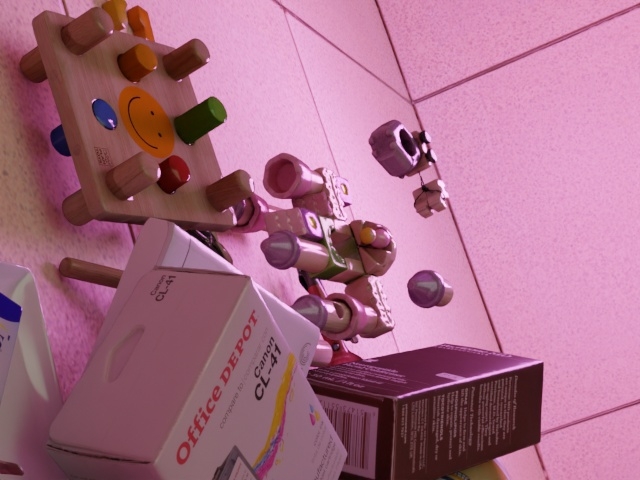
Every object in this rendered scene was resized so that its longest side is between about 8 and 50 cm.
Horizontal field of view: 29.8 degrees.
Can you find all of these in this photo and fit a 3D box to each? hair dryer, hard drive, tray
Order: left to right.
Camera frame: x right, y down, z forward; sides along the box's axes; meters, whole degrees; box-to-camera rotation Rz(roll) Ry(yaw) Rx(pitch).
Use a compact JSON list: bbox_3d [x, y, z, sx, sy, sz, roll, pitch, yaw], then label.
[{"bbox_3d":[-0.283,0.143,1.085,0.145,0.030,0.270,23,47,-66],"label":"tray"},{"bbox_3d":[-0.126,0.149,1.341,0.353,0.047,0.233,41,65,-57],"label":"hard drive"},{"bbox_3d":[0.010,0.159,1.888,0.224,0.080,0.293,57,6,-37],"label":"hair dryer"}]

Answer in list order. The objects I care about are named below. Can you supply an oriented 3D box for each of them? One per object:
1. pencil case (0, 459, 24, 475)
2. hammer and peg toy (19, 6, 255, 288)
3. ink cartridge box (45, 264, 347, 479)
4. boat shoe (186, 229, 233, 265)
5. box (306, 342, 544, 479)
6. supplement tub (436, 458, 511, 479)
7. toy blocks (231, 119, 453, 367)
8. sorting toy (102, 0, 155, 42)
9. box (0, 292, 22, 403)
[{"bbox_3d":[-0.200,0.298,0.938,0.160,0.167,0.386,33,-11,41],"label":"pencil case"},{"bbox_3d":[-0.197,-0.085,1.393,0.266,0.127,0.361,7,61,-58],"label":"hammer and peg toy"},{"bbox_3d":[-0.106,0.209,1.192,0.226,0.131,0.306,-64,145,-35],"label":"ink cartridge box"},{"bbox_3d":[-0.155,0.018,1.587,0.152,0.056,0.049,46,22,-51],"label":"boat shoe"},{"bbox_3d":[0.146,0.245,1.730,0.381,0.191,0.143,-2,97,-50],"label":"box"},{"bbox_3d":[0.173,0.423,1.792,0.228,0.228,0.316,68,17,1],"label":"supplement tub"},{"bbox_3d":[0.000,0.000,1.665,0.260,0.309,0.289,16,53,-56],"label":"toy blocks"},{"bbox_3d":[-0.238,-0.210,1.641,0.229,0.041,0.307,28,43,-65],"label":"sorting toy"},{"bbox_3d":[-0.314,0.085,0.941,0.126,0.072,0.137,42,34,-37],"label":"box"}]
